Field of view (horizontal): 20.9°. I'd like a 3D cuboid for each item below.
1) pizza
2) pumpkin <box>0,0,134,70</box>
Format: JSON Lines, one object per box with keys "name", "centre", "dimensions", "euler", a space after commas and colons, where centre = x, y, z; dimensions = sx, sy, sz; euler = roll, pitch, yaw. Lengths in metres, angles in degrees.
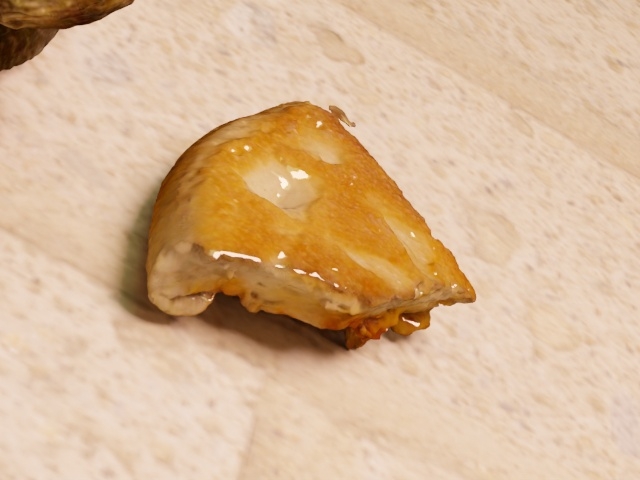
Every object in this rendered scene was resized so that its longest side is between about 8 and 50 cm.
{"name": "pizza", "centre": [0.000, 0.000, 0.817], "dimensions": [0.161, 0.062, 0.182], "euler": [22, 29, -9]}
{"name": "pumpkin", "centre": [-0.187, -0.143, 0.743], "dimensions": [0.222, 0.139, 0.317], "euler": [35, 31, 3]}
